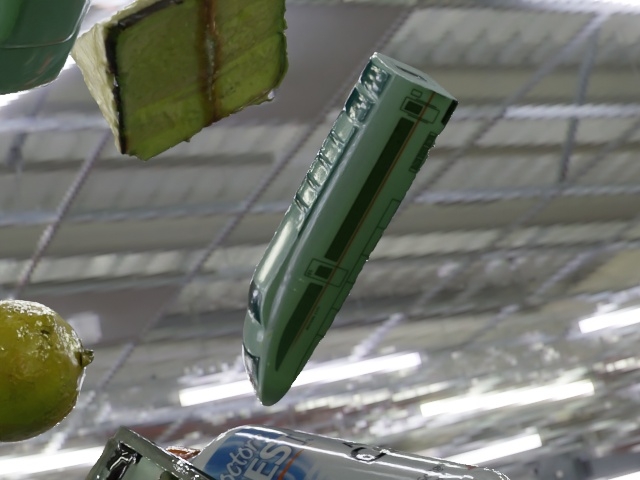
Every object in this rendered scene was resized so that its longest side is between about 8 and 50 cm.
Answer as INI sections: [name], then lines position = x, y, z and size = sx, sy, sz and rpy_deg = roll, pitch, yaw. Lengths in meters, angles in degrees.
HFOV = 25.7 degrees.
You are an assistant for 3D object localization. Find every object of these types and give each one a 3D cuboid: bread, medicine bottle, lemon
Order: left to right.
[lemon]
position = -0.376, 0.159, 1.674
size = 0.206, 0.173, 0.173
rpy_deg = -32, -23, 10
[bread]
position = -0.151, -0.239, 1.712
size = 0.263, 0.198, 0.236
rpy_deg = -33, 2, -21
[medicine bottle]
position = -0.004, 0.220, 1.019
size = 0.289, 0.157, 0.157
rpy_deg = 6, -6, 34

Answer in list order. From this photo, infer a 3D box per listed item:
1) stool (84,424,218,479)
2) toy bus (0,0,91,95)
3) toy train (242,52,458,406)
[stool]
position = -0.068, 0.257, 0.723
size = 0.170, 0.243, 0.270
rpy_deg = 34, -11, -19
[toy bus]
position = -0.245, -0.229, 1.075
size = 0.133, 0.165, 0.271
rpy_deg = -14, -33, -41
[toy train]
position = 0.000, 0.000, 1.484
size = 0.088, 0.086, 0.407
rpy_deg = 18, -71, -31
